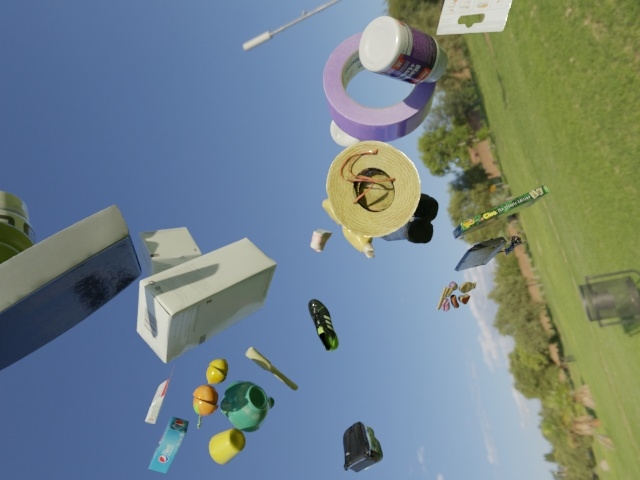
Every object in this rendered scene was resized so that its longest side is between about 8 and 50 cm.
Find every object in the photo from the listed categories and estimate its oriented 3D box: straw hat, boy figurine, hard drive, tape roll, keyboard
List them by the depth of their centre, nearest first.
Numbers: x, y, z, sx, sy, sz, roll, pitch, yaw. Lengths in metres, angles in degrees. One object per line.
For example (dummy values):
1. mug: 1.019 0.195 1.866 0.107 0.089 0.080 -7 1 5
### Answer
1. hard drive: -0.365 0.071 0.611 0.054 0.172 0.255 43 -120 13
2. straw hat: 0.083 -0.074 0.673 0.061 0.145 0.144 15 -118 -72
3. boy figurine: 0.111 -0.051 0.985 0.092 0.285 0.177 10 -91 -39
4. tape roll: 0.147 -0.388 1.127 0.090 0.275 0.274 68 -166 -72
5. keyboard: 0.571 0.041 1.530 0.317 0.202 0.033 65 -168 -73

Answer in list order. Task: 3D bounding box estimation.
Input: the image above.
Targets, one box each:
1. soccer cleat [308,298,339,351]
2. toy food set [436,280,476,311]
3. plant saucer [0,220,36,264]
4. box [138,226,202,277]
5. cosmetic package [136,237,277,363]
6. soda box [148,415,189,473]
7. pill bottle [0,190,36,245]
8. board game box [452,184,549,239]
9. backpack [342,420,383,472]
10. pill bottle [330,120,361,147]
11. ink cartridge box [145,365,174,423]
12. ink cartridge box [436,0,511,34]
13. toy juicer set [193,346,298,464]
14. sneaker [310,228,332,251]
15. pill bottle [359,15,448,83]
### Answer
1. soccer cleat: 0.007 0.268 1.433 0.178 0.060 0.072 64 -163 12
2. toy food set: 0.306 0.127 1.030 0.122 0.019 0.077 4 -72 -39
3. plant saucer: -0.672 0.076 0.879 0.241 0.037 0.240 -27 -52 -41
4. box: -0.555 0.054 1.652 0.181 0.119 0.182 -8 -141 -33
5. cosmetic package: -0.332 0.165 1.342 0.156 0.217 0.385 39 -139 25
6. soda box: -0.573 0.774 1.702 0.071 0.210 0.067 24 -165 -15
7. pill bottle: -0.899 0.045 1.236 0.204 0.204 0.361 37 -158 -54
8. board game box: 0.520 -0.079 1.316 0.136 0.260 0.030 63 -178 -75
9. backpack: 0.117 0.587 1.280 0.084 0.105 0.114 37 -157 -31
10. pill bottle: 0.114 -0.391 1.530 0.117 0.117 0.215 68 -157 -15
11. ink cartridge box: -0.609 0.578 1.713 0.145 0.045 0.179 -133 59 -77
12. ink cartridge box: 0.344 -0.536 0.906 0.066 0.189 0.232 -2 -70 -30
13. toy juicer set: -0.208 0.390 1.154 0.209 0.089 0.329 53 -153 5
14. sneaker: 0.000 0.000 1.546 0.134 0.051 0.070 -21 -55 -72
15. pill bottle: 0.184 -0.395 0.957 0.194 0.108 0.108 -4 -102 -42
